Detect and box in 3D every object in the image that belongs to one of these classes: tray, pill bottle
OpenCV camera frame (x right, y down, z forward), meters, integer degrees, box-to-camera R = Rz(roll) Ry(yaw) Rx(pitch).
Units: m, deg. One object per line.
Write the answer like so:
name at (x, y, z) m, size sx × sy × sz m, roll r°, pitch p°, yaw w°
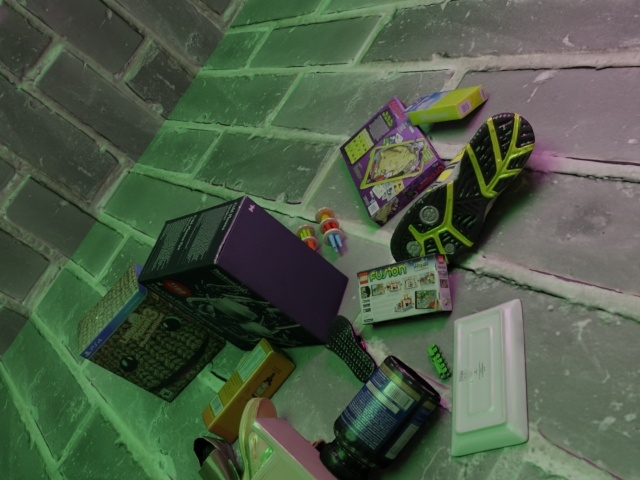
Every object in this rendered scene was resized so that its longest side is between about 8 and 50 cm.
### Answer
tray at (0.279, 0.226, 1.269) m, size 0.145 × 0.030 × 0.270 m, roll -26°, pitch 40°, yaw 37°
pill bottle at (0.101, 0.323, 1.311) m, size 0.219 × 0.123 × 0.123 m, roll -51°, pitch 32°, yaw 1°

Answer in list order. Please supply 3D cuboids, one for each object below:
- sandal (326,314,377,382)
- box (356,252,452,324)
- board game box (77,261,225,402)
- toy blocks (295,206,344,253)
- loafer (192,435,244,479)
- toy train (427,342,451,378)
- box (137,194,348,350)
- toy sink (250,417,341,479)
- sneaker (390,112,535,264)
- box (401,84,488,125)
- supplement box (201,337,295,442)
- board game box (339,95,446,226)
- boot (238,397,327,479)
sandal at (0.068, 0.228, 1.538) m, size 0.067 × 0.040 × 0.179 m, roll -50°, pitch 46°, yaw 14°
box at (0.164, 0.101, 1.489) m, size 0.207 × 0.036 × 0.114 m, roll -16°, pitch 74°, yaw 44°
board game box at (-0.437, 0.242, 1.922) m, size 0.232 × 0.291 × 0.141 m, roll -47°, pitch 32°, yaw 9°
toy blocks at (0.000, 0.000, 1.827) m, size 0.123 × 0.054 × 0.148 m, roll -41°, pitch 34°, yaw 15°
loafer at (-0.219, 0.501, 1.576) m, size 0.094 × 0.087 × 0.251 m, roll -53°, pitch 32°, yaw -1°
toy train at (0.217, 0.222, 1.364) m, size 0.024 × 0.017 × 0.083 m, roll -51°, pitch 30°, yaw 21°
box at (-0.175, 0.089, 1.688) m, size 0.312 × 0.343 × 0.179 m, roll -14°, pitch 46°, yaw 46°
toy sink at (-0.048, 0.431, 1.267) m, size 0.234 × 0.153 × 0.131 m, roll 39°, pitch 90°, yaw 21°
sneaker at (0.293, -0.087, 1.498) m, size 0.385 × 0.145 × 0.147 m, roll -49°, pitch -5°, yaw 19°
box at (0.289, -0.317, 1.744) m, size 0.109 × 0.042 × 0.178 m, roll -38°, pitch 23°, yaw -29°
supplement box at (-0.165, 0.339, 1.681) m, size 0.233 × 0.078 × 0.080 m, roll -49°, pitch 29°, yaw 4°
board game box at (0.168, -0.203, 1.824) m, size 0.208 × 0.056 × 0.347 m, roll -45°, pitch 32°, yaw 19°
boot at (-0.066, 0.410, 1.458) m, size 0.203 × 0.095 × 0.262 m, roll -31°, pitch 43°, yaw 33°
